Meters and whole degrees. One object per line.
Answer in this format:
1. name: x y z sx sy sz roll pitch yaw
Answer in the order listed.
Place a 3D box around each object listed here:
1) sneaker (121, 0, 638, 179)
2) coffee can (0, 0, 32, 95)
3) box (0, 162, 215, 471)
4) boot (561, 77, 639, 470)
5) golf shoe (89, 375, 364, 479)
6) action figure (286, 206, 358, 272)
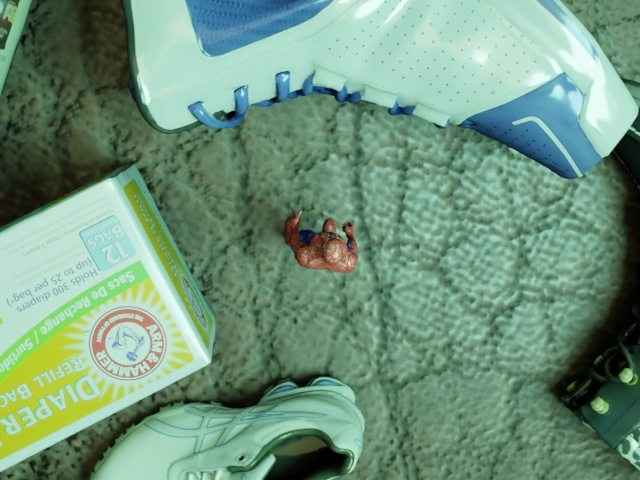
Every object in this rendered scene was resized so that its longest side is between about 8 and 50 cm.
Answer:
1. sneaker: -0.004 -0.115 0.484 0.315 0.127 0.182 36 105 -13
2. coffee can: -0.222 -0.168 0.401 0.201 0.201 0.275 20 96 -9
3. box: -0.171 0.053 0.491 0.203 0.103 0.114 -28 101 -1
4. boot: 0.208 0.036 0.541 0.236 0.085 0.178 42 95 -11
5. golf shoe: -0.058 0.133 0.527 0.176 0.086 0.069 -21 102 -1
6. action figure: 0.000 0.000 0.495 0.038 0.115 0.030 10 98 -9
